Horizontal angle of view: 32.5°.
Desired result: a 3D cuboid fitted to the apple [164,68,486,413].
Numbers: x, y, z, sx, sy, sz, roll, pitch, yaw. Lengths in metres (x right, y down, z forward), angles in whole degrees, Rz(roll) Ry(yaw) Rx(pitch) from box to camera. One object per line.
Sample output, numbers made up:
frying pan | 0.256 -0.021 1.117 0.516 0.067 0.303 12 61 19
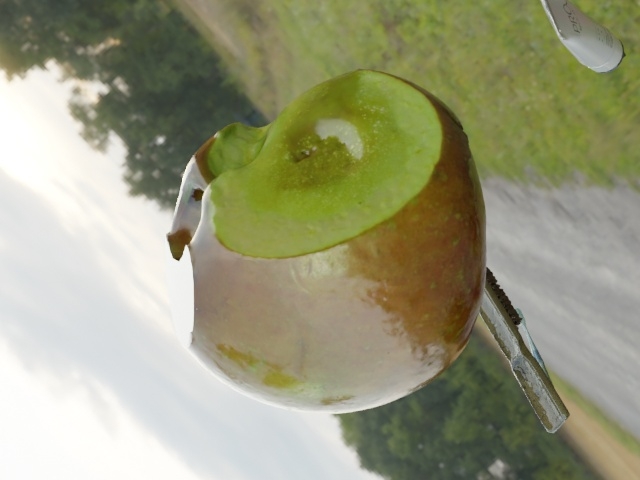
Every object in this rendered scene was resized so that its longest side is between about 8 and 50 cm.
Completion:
apple | 0.000 0.000 1.232 0.374 0.374 0.384 -121 33 -81

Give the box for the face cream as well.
face cream | 0.344 -0.280 1.472 0.244 0.058 0.092 10 -125 -58

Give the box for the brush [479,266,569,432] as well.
brush | 0.255 0.134 1.420 0.248 0.036 0.043 62 145 33

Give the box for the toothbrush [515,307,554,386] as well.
toothbrush | 0.421 0.233 2.127 0.219 0.016 0.019 66 163 3
